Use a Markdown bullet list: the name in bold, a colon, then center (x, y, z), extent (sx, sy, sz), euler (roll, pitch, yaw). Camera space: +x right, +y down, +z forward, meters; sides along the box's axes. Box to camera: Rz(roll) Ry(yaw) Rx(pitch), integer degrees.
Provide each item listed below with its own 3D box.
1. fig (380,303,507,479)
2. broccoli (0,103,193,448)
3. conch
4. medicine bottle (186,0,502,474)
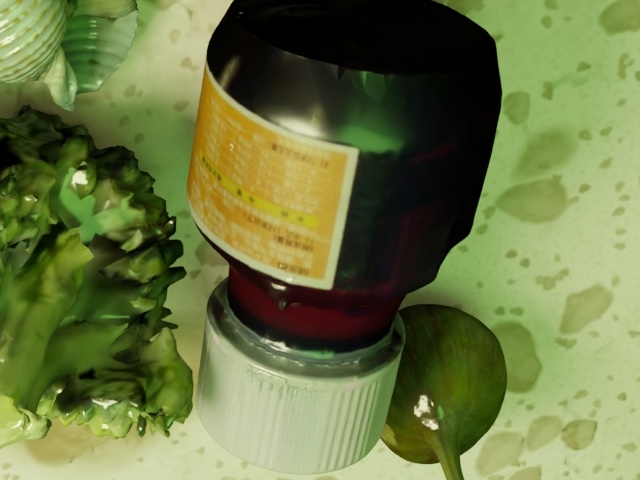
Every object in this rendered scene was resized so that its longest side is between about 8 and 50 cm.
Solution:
- **fig**: center (0.108, 0.170, 1.714), extent (0.149, 0.245, 0.149), euler (-6, 132, -7)
- **broccoli**: center (-0.273, 0.051, 1.527), extent (0.348, 0.281, 0.293), euler (-15, 126, -6)
- **conch**: center (-0.215, -0.179, 1.497), extent (0.135, 0.102, 0.153), euler (-36, 157, 0)
- **medicine bottle**: center (0.000, 0.000, 1.574), extent (0.242, 0.242, 0.395), euler (4, 119, -15)
